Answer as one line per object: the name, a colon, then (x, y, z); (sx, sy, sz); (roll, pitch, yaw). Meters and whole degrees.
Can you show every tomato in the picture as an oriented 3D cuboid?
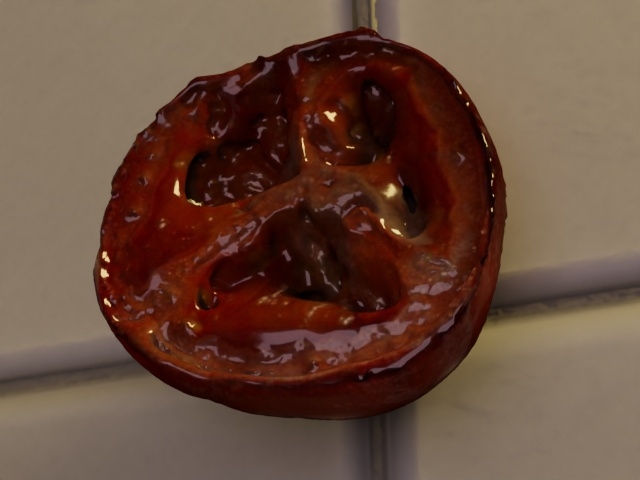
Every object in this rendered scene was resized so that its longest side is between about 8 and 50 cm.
tomato: (0.003, 0.003, 0.885); (0.228, 0.101, 0.228); (-9, 60, 15)
